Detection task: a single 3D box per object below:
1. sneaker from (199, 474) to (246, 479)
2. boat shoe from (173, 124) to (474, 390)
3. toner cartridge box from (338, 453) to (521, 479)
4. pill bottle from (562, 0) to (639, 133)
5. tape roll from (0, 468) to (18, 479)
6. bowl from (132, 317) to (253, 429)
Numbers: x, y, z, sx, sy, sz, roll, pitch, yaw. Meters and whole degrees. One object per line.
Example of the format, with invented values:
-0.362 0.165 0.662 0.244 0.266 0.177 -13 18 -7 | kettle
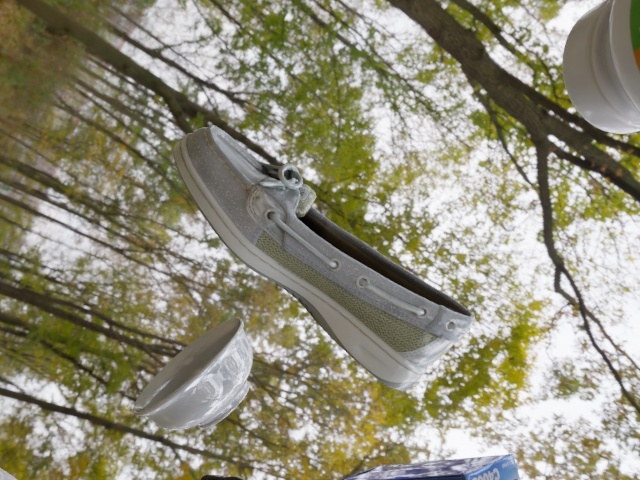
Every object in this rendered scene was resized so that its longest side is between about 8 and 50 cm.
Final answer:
-0.160 0.509 1.061 0.235 0.097 0.084 -11 -128 54 | sneaker
0.001 0.001 0.513 0.103 0.320 0.118 -45 180 14 | boat shoe
0.193 0.483 1.052 0.348 0.165 0.075 -29 -112 43 | toner cartridge box
0.257 -0.131 0.296 0.136 0.136 0.246 -65 -167 -6 | pill bottle
-0.361 0.280 0.503 0.286 0.286 0.100 -33 -160 40 | tape roll
-0.254 0.318 1.204 0.298 0.134 0.298 -35 -168 8 | bowl
